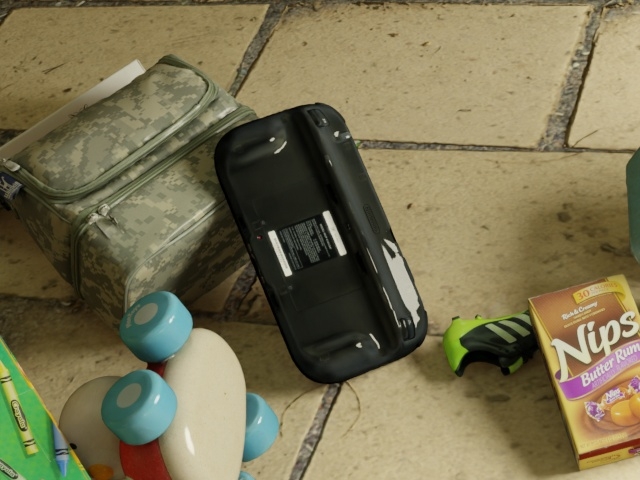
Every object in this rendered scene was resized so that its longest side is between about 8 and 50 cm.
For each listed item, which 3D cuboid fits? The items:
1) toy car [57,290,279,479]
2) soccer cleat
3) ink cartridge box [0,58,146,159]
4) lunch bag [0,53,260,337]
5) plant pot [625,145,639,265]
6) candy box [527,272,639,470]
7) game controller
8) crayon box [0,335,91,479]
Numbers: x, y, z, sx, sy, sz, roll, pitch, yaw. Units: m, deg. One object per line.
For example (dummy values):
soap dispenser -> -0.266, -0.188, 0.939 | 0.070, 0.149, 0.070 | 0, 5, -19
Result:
toy car -> -0.202, 0.210, 1.564 | 0.238, 0.219, 0.210 | -20, 39, 23
soccer cleat -> 0.225, 0.109, 1.630 | 0.179, 0.060, 0.072 | -13, 57, 8
ink cartridge box -> -0.346, -0.144, 1.985 | 0.296, 0.066, 0.261 | -37, 6, -21
lunch bag -> -0.214, -0.065, 1.793 | 0.305, 0.212, 0.256 | -38, 69, -22
plant pot -> 0.467, -0.027, 1.562 | 0.252, 0.248, 0.247 | -20, 37, 25
candy box -> 0.293, 0.135, 1.534 | 0.109, 0.053, 0.186 | -16, 57, 2
game controller -> 0.000, 0.000, 1.681 | 0.167, 0.067, 0.319 | -21, 82, -9
crayon box -> -0.311, 0.231, 1.503 | 0.081, 0.165, 0.278 | -28, 70, -25
